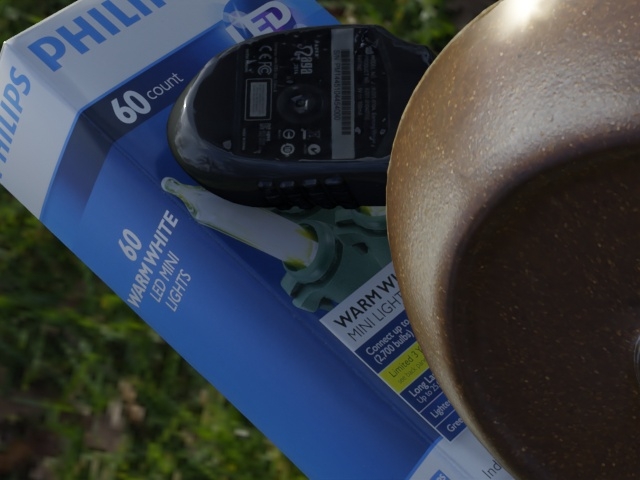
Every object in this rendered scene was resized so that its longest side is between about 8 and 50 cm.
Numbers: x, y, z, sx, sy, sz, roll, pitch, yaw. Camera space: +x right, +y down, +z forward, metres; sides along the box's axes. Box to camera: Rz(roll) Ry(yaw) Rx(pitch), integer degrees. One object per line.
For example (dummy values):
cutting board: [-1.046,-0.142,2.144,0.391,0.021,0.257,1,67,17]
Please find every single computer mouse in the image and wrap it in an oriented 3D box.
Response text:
computer mouse: [0.064,-0.041,0.698,0.242,0.041,0.071,1,56,4]

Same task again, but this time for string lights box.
string lights box: [0.000,0.000,0.762,0.260,0.133,0.076,42,141,12]

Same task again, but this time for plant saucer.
plant saucer: [0.101,0.024,0.462,0.199,0.198,0.036,-15,27,37]
